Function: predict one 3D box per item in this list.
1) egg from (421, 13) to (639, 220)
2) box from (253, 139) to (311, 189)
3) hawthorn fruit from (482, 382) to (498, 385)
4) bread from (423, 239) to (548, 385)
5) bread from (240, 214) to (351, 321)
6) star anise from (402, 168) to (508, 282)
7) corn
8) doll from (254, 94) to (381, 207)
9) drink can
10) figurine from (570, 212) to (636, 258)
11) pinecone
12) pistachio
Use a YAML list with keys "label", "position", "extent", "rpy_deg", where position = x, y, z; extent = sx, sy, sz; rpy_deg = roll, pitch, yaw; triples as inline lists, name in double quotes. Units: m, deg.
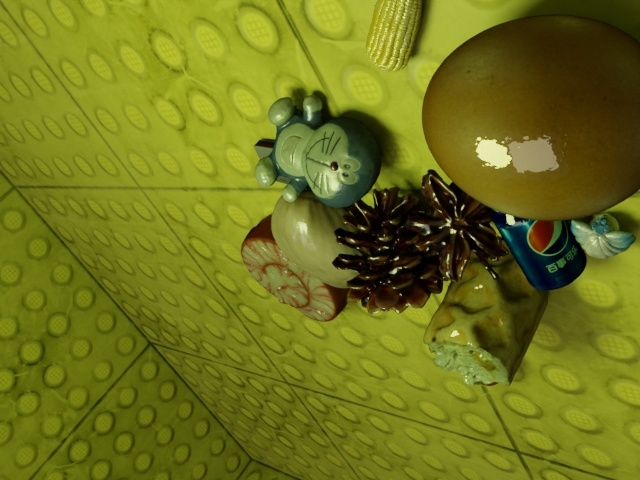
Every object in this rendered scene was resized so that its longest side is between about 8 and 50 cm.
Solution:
- label: "egg"
  position: [0.307, -0.170, 0.988]
  extent: [0.351, 0.282, 0.282]
  rpy_deg: [13, 142, 39]
- label: "box"
  position: [-0.064, -0.176, 1.640]
  extent: [0.177, 0.036, 0.115]
  rpy_deg: [15, 143, 36]
- label: "hawthorn fruit"
  position: [0.397, 0.289, 1.699]
  extent: [0.128, 0.128, 0.128]
  rpy_deg: [28, 149, 19]
- label: "bread"
  position: [0.342, 0.152, 1.444]
  extent: [0.196, 0.252, 0.238]
  rpy_deg: [15, 148, 28]
- label: "bread"
  position: [-0.061, 0.073, 1.901]
  extent: [0.328, 0.114, 0.295]
  rpy_deg: [33, 151, 12]
- label: "star anise"
  position: [0.252, -0.035, 1.334]
  extent: [0.126, 0.190, 0.220]
  rpy_deg: [-166, 79, -66]
- label: "corn"
  position: [0.122, -0.356, 1.165]
  extent: [0.085, 0.063, 0.165]
  rpy_deg: [53, 155, 26]
- label: "doll"
  position: [0.002, -0.172, 1.442]
  extent: [0.258, 0.154, 0.228]
  rpy_deg: [29, 110, 38]
- label: "drink can"
  position: [0.395, -0.011, 1.280]
  extent: [0.118, 0.118, 0.205]
  rpy_deg: [-5, 129, 51]
- label: "figurine"
  position: [0.495, -0.007, 1.234]
  extent: [0.114, 0.079, 0.114]
  rpy_deg: [10, 175, 1]
- label: "pinecone"
  position: [0.143, 0.010, 1.466]
  extent: [0.264, 0.264, 0.264]
  rpy_deg: [28, 149, 19]
- label: "pistachio"
  position: [0.000, 0.000, 1.663]
  extent: [0.197, 0.166, 0.288]
  rpy_deg: [-29, 116, 15]
